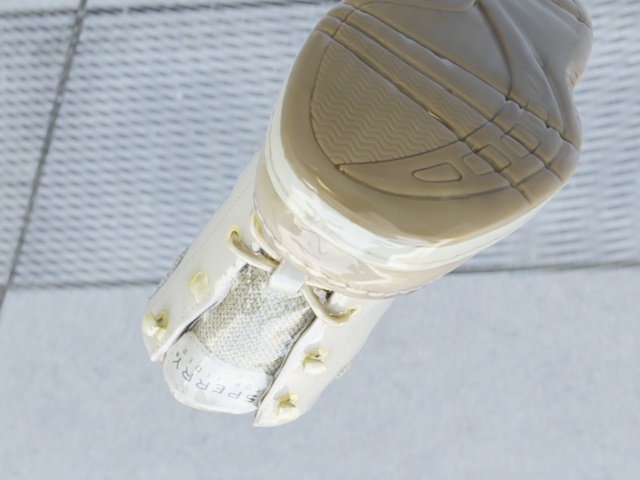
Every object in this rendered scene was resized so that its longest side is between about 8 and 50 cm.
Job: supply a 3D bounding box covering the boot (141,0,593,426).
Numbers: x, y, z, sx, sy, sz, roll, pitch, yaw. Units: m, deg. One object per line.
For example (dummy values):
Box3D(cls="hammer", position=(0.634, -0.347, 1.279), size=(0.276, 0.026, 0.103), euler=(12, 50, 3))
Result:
Box3D(cls="boot", position=(0.000, 0.000, 0.640), size=(0.095, 0.262, 0.203), euler=(37, 118, -4))
